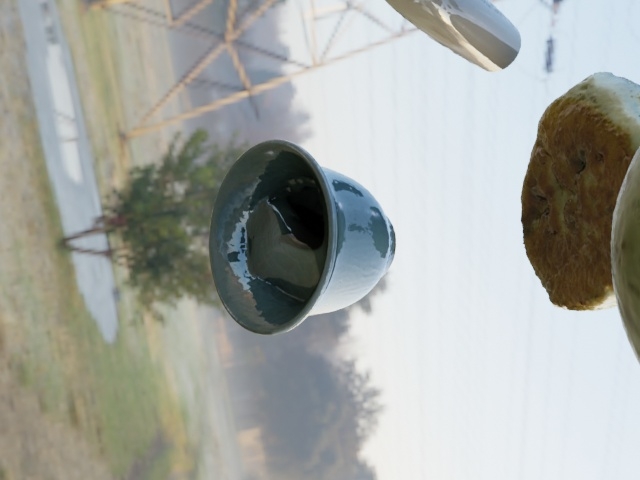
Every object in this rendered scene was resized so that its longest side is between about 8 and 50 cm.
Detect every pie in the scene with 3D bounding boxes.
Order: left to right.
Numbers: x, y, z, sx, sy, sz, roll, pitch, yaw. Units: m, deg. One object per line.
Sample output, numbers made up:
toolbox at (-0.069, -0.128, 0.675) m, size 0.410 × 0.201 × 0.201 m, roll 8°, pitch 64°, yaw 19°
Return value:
pie at (0.331, -0.051, 1.506) m, size 0.315 × 0.092 × 0.315 m, roll -177°, pitch -90°, yaw -70°

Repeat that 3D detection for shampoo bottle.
shampoo bottle at (0.131, -0.275, 1.411) m, size 0.257 × 0.078 × 0.127 m, roll 28°, pitch 20°, yaw -44°

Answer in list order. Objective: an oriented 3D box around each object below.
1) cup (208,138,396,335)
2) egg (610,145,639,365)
cup at (0.000, 0.000, 1.292) m, size 0.199 × 0.150 × 0.199 m, roll -5°, pitch -96°, yaw 48°
egg at (0.423, 0.045, 0.937) m, size 0.428 × 0.345 × 0.345 m, roll 47°, pitch -14°, yaw 14°
